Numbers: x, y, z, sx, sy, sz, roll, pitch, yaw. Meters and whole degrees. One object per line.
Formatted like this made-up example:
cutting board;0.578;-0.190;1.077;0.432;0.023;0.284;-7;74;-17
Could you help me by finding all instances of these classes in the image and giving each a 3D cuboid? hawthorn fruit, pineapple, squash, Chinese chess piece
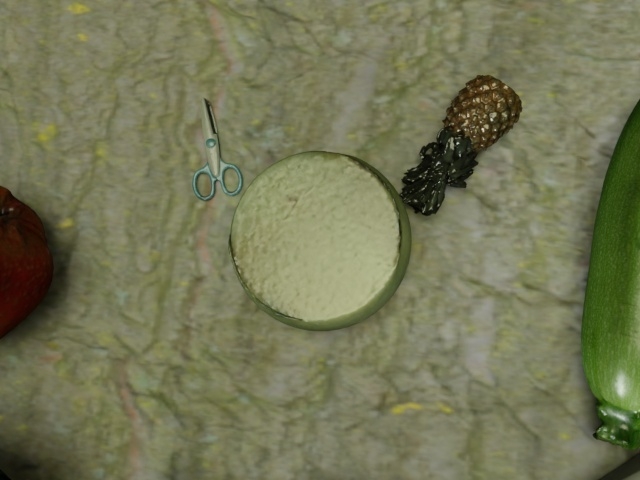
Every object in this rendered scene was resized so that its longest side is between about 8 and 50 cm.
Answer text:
hawthorn fruit;-0.379;0.037;0.638;0.179;0.179;0.200;41;106;11
pineapple;0.143;-0.098;0.663;0.074;0.074;0.159;38;93;10
squash;0.322;0.003;0.606;0.107;0.107;0.394;14;83;7
Chinese chess piece;0.000;0.000;0.650;0.189;0.083;0.188;-1;81;8

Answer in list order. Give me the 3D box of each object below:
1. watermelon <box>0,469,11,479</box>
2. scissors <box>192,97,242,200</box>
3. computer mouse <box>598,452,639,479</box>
watermelon;-0.395;0.321;0.491;0.364;0.363;0.363;-1;80;5
scissors;-0.124;-0.106;0.711;0.058;0.014;0.119;-11;82;2
computer mouse;0.345;0.266;0.551;0.297;0.121;0.184;-37;80;-3
